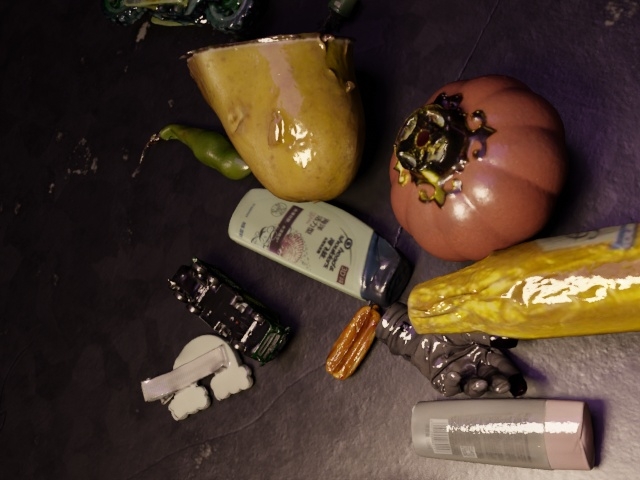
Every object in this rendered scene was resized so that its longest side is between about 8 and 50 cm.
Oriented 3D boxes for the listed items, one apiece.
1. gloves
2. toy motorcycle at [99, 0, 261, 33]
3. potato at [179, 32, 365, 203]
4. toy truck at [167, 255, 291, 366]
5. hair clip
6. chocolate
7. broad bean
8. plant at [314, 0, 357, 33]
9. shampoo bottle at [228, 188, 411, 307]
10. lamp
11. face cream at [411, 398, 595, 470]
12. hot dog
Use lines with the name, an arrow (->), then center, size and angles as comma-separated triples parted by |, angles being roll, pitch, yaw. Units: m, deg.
gloves -> 0.209, 0.172, 1.402 | 0.285, 0.119, 0.142 | 30, 93, 48
toy motorcycle -> -0.292, -0.562, 1.901 | 0.410, 0.169, 0.237 | 12, 87, 27
potato -> -0.086, -0.210, 1.621 | 0.397, 0.290, 0.296 | -2, 94, 46
toy truck -> -0.165, 0.127, 1.629 | 0.259, 0.121, 0.088 | 35, 93, 34
hair clip -> -0.233, 0.250, 1.675 | 0.220, 0.054, 0.140 | -28, 58, 18
chocolate -> 0.333, 0.072, 1.260 | 0.445, 0.162, 0.162 | -11, 69, 28
broad bean -> -0.240, -0.181, 1.814 | 0.318, 0.056, 0.098 | 12, 87, 38
plant -> 0.030, -0.440, 1.739 | 0.102, 0.051, 0.051 | -52, 56, 22
shampoo bottle -> 0.000, 0.000, 1.599 | 0.359, 0.078, 0.134 | 23, 81, 34
lamp -> 0.230, -0.118, 1.390 | 0.305, 0.239, 0.305 | -22, 59, 41
face cream -> 0.272, 0.291, 1.344 | 0.269, 0.073, 0.107 | -5, 103, 31
hot dog -> 0.060, 0.173, 1.532 | 0.062, 0.038, 0.144 | 31, 90, 37
